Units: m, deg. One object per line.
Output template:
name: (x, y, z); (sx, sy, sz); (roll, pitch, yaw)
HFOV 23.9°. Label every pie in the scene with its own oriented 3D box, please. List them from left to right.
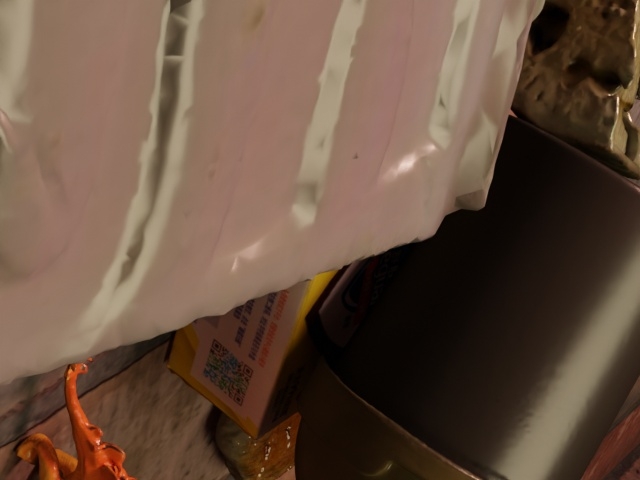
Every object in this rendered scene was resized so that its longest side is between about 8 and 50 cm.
pie: (-0.022, 0.137, 1.347); (0.195, 0.046, 0.195); (-42, 157, -23)

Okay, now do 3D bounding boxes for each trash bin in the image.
trash bin: (0.116, 0.097, 1.067); (0.333, 0.214, 0.214); (-57, 158, 3)

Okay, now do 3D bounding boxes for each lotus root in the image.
lotus root: (0.193, -0.166, 1.117); (0.119, 0.138, 0.234); (7, 85, -61)

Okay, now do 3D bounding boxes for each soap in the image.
soap: (-0.114, -0.130, 0.443); (0.435, 0.213, 0.350); (-19, 129, -50)

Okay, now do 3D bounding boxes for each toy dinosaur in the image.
toy dinosaur: (-0.167, 0.195, 1.060); (0.070, 0.117, 0.288); (-26, 150, -46)

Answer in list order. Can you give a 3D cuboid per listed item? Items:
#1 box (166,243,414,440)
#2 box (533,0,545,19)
box: (0.000, 0.000, 1.101); (0.168, 0.097, 0.265); (-28, 149, -43)
box: (0.013, -0.156, 0.779); (0.210, 0.129, 0.148); (-25, 152, -14)
